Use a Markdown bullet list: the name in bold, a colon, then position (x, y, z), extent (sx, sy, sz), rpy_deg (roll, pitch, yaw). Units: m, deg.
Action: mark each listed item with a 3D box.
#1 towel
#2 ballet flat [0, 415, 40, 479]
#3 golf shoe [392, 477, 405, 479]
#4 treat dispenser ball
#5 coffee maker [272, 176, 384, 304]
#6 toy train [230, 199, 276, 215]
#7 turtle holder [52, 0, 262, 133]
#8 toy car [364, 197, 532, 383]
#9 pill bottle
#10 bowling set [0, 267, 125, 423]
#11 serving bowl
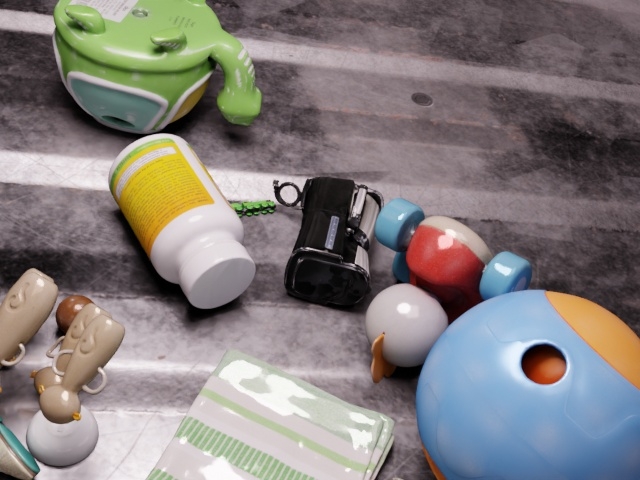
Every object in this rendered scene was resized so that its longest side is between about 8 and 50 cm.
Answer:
- **towel**: position (-0.071, 0.288, 1.013), extent (0.248, 0.038, 0.325), rpy_deg (23, 44, 8)
- **ballet flat**: position (-0.380, 0.224, 0.985), extent (0.052, 0.057, 0.168), rpy_deg (-42, 61, -12)
- **golf shoe**: position (0.128, 0.358, 0.998), extent (0.086, 0.069, 0.176), rpy_deg (10, 43, -37)
- **treat dispenser ball**: position (0.257, 0.202, 1.017), extent (0.288, 0.288, 0.288), rpy_deg (8, 44, -8)
- **coffee maker**: position (0.000, 0.000, 1.283), extent (0.171, 0.120, 0.178), rpy_deg (-1, 40, 15)
- **toy train**: position (-0.110, -0.052, 1.356), extent (0.083, 0.017, 0.023), rpy_deg (-9, 39, -24)
- **turtle holder**: position (-0.267, -0.299, 1.404), extent (0.320, 0.227, 0.243), rpy_deg (-4, 47, -21)
- **toy car**: position (0.141, 0.104, 1.193), extent (0.219, 0.210, 0.238), rpy_deg (31, 73, 32)
- **pill bottle**: position (-0.192, -0.025, 1.217), extent (0.136, 0.136, 0.245), rpy_deg (-16, 53, -29)
- **bowling set**: position (-0.339, 0.127, 1.034), extent (0.287, 0.200, 0.154), rpy_deg (27, 80, 22)
- **serving bowl**: position (-0.303, 0.222, 1.016), extent (0.083, 0.027, 0.083), rpy_deg (8, 45, -8)
